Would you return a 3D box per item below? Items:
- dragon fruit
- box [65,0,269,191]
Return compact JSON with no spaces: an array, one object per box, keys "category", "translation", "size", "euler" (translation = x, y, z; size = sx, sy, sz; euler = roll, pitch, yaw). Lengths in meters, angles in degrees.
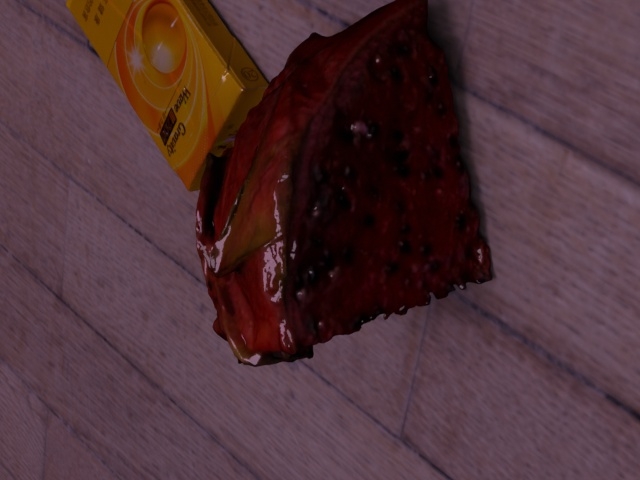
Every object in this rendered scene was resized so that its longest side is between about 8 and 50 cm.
[{"category":"dragon fruit","translation":[0.000,0.000,1.144],"size":[0.240,0.302,0.330],"euler":[40,156,-7]},{"category":"box","translation":[-0.160,-0.197,1.348],"size":[0.269,0.043,0.152],"euler":[55,138,23]}]
